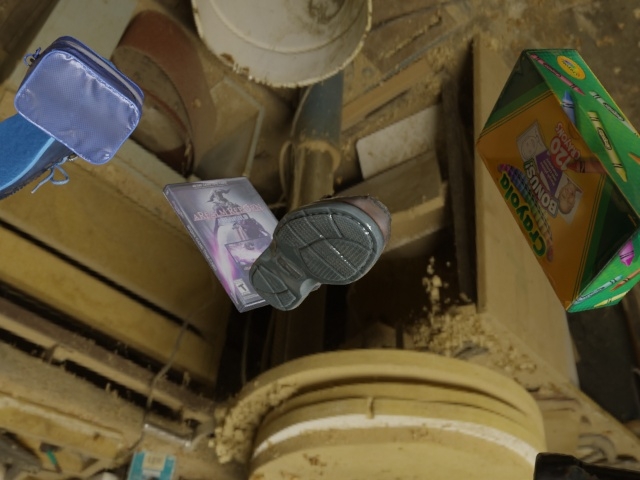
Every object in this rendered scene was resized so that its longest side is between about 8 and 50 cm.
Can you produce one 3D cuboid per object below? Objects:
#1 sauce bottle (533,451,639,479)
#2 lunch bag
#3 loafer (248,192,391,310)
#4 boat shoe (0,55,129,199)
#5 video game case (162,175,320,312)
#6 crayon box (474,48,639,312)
[{"bbox_3d":[0.291,0.175,0.358,0.344,0.111,0.111,2,141,20],"label":"sauce bottle"},{"bbox_3d":[-0.198,-0.118,0.553,0.098,0.065,0.067,39,103,-25],"label":"lunch bag"},{"bbox_3d":[0.000,0.000,0.731,0.096,0.084,0.267,46,148,-6],"label":"loafer"},{"bbox_3d":[-0.348,-0.127,0.888,0.258,0.109,0.089,-31,160,12],"label":"boat shoe"},{"bbox_3d":[-0.141,-0.004,1.230,0.196,0.274,0.026,-13,151,-48],"label":"video game case"},{"bbox_3d":[0.300,-0.077,0.810,0.081,0.278,0.165,-6,144,-18],"label":"crayon box"}]
